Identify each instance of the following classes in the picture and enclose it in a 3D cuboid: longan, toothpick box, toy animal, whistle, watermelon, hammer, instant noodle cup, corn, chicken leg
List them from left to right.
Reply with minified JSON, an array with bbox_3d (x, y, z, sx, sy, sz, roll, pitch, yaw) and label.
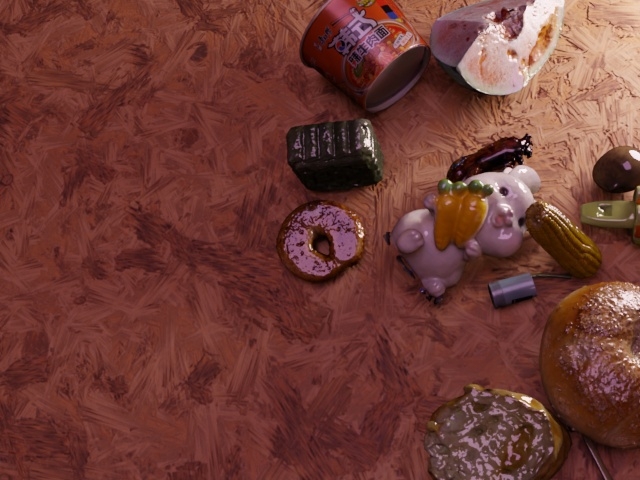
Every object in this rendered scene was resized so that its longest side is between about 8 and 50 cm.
[{"bbox_3d":[0.109,-0.415,1.869,0.250,0.250,0.192,-40,72,-6],"label":"instant noodle cup"},{"bbox_3d":[0.296,-0.030,1.655,0.310,0.247,0.183,-34,79,13],"label":"toy animal"},{"bbox_3d":[0.343,-0.159,1.771,0.234,0.105,0.063,-26,104,-1],"label":"chicken leg"},{"bbox_3d":[0.374,-0.421,1.864,0.322,0.175,0.188,-27,26,-19],"label":"watermelon"},{"bbox_3d":[0.374,0.098,1.670,0.083,0.052,0.052,-17,64,5],"label":"toothpick box"},{"bbox_3d":[0.453,-0.002,1.606,0.080,0.231,0.080,-27,46,32],"label":"corn"},{"bbox_3d":[0.506,0.412,1.510,0.062,0.013,0.199,-8,64,-35],"label":"hammer"},{"bbox_3d":[0.596,-0.138,1.696,0.113,0.092,0.113,-20,32,13],"label":"longan"},{"bbox_3d":[0.650,-0.048,1.640,0.288,0.106,0.131,4,61,15],"label":"whistle"}]

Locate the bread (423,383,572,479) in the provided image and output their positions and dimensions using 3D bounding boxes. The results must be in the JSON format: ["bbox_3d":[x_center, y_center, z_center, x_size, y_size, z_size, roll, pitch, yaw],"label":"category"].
[{"bbox_3d":[0.303,0.351,1.472,0.238,0.252,0.196,-38,68,0],"label":"bread"}]

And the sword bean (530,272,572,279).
[{"bbox_3d":[0.453,0.070,1.687,0.083,0.012,0.012,2,67,16],"label":"sword bean"}]

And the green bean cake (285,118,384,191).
[{"bbox_3d":[0.034,-0.172,1.799,0.183,0.185,0.094,-7,71,12],"label":"green bean cake"}]

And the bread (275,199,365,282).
[{"bbox_3d":[0.000,0.000,1.800,0.193,0.064,0.193,-3,71,9],"label":"bread"}]

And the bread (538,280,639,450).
[{"bbox_3d":[0.534,0.210,1.501,0.306,0.159,0.305,3,63,-6],"label":"bread"}]
